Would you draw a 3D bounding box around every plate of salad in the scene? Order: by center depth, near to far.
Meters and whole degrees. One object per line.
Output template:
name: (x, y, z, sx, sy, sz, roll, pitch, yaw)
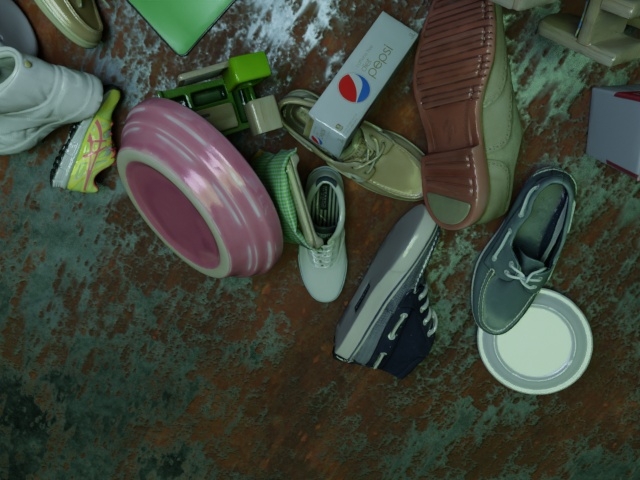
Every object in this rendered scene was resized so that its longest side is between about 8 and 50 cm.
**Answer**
plate of salad: (0.396, 0.185, 0.961, 0.199, 0.048, 0.200, 1, 93, 17)

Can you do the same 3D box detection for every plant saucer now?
plant saucer: (-0.208, -0.060, 0.823, 0.332, 0.084, 0.332, 31, 147, 23)

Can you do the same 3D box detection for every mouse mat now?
mouse mat: (-0.220, -0.421, 0.844, 0.189, 0.007, 0.153, -40, 101, 16)

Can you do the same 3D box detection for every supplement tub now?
supplement tub: (-0.593, -0.317, 0.846, 0.199, 0.144, 0.145, -21, 106, 12)

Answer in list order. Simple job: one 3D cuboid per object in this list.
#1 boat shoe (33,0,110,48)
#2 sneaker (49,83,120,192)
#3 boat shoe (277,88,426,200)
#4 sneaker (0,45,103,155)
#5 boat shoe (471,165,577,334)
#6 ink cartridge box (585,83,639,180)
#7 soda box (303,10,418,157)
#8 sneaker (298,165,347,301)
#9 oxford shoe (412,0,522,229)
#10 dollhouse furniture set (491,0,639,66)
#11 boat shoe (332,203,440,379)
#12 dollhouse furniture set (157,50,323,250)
boat shoe: (-0.415, -0.447, 0.803, 0.089, 0.105, 0.286, -21, 105, 16)
sneaker: (-0.398, -0.176, 0.920, 0.094, 0.081, 0.209, 24, 104, -34)
boat shoe: (0.061, -0.151, 0.859, 0.302, 0.098, 0.109, 31, 110, -5)
sneaker: (-0.517, -0.226, 0.830, 0.292, 0.169, 0.108, -15, 79, 27)
boat shoe: (0.342, 0.029, 0.882, 0.116, 0.099, 0.320, 23, 108, 11)
ink cartridge box: (0.566, -0.168, 0.748, 0.272, 0.197, 0.114, -2, 111, 7)
soda box: (0.061, -0.236, 0.783, 0.069, 0.074, 0.216, 33, 74, 1)
sneaker: (0.000, 0.000, 0.922, 0.094, 0.091, 0.259, -1, 109, 6)
oxford shoe: (0.243, -0.220, 0.821, 0.146, 0.140, 0.398, -7, 103, -37)
dollhouse furniture set: (0.305, -0.422, 0.599, 0.393, 0.256, 0.362, -22, 138, -18)
boat shoe: (0.160, 0.103, 0.938, 0.158, 0.127, 0.341, 24, 118, -9)
dollhouse furniture set: (-0.130, -0.111, 0.810, 0.151, 0.197, 0.302, -20, 103, -15)
